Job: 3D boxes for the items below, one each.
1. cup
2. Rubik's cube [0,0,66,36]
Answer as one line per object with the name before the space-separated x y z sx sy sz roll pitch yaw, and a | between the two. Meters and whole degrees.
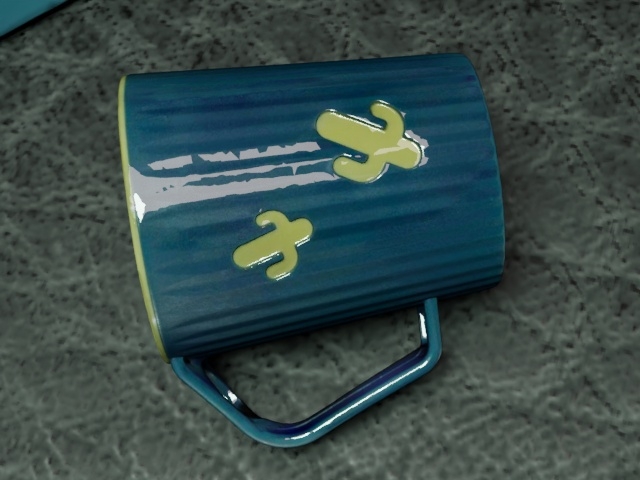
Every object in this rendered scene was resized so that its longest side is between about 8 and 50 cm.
cup | 0.000 0.000 0.566 0.155 0.131 0.176 -10 94 -2
Rubik's cube | -0.264 -0.226 0.637 0.231 0.224 0.221 -30 65 -7
